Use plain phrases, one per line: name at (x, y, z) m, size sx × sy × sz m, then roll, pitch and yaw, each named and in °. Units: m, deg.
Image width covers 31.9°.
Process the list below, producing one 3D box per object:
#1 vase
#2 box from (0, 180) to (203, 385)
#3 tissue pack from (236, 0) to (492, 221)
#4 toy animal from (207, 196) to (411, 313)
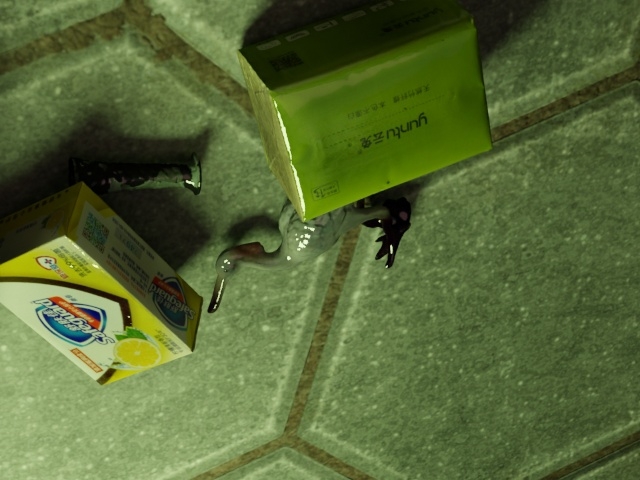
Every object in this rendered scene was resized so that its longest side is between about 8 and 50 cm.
vase at (-0.239, -0.083, 1.452) m, size 0.167 × 0.059 × 0.059 m, roll -4°, pitch 122°, yaw -21°
box at (-0.297, 0.064, 1.462) m, size 0.168 × 0.097 × 0.265 m, roll -20°, pitch 131°, yaw 22°
tissue pack at (0.060, -0.182, 1.446) m, size 0.275 × 0.167 × 0.200 m, roll -20°, pitch 126°, yaw -9°
toy animal at (-0.015, -0.014, 1.569) m, size 0.324 × 0.090 × 0.195 m, roll -17°, pitch 126°, yaw -14°
